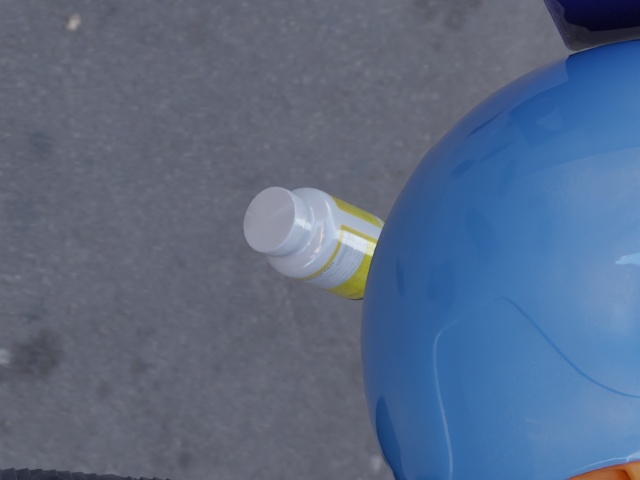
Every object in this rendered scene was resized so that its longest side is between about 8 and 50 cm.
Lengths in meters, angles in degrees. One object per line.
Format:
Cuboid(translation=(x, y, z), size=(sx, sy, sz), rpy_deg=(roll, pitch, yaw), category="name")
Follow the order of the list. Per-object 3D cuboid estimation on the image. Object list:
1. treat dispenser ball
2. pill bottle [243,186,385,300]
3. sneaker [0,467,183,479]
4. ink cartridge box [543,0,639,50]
Cuboid(translation=(0.162, 0.049, 0.682), size=(0.288, 0.288, 0.288), rpy_deg=(-3, 95, -42), category="treat dispenser ball")
Cuboid(translation=(0.000, 0.000, 1.628), size=(0.184, 0.103, 0.103), rpy_deg=(23, 77, -49), category="pill bottle")
Cuboid(translation=(-0.137, 0.253, 1.081), size=(0.319, 0.112, 0.131), rpy_deg=(9, 105, -11), category="sneaker")
Cuboid(translation=(0.204, -0.217, 0.615), size=(0.270, 0.395, 0.151), rpy_deg=(40, 48, -61), category="ink cartridge box")
